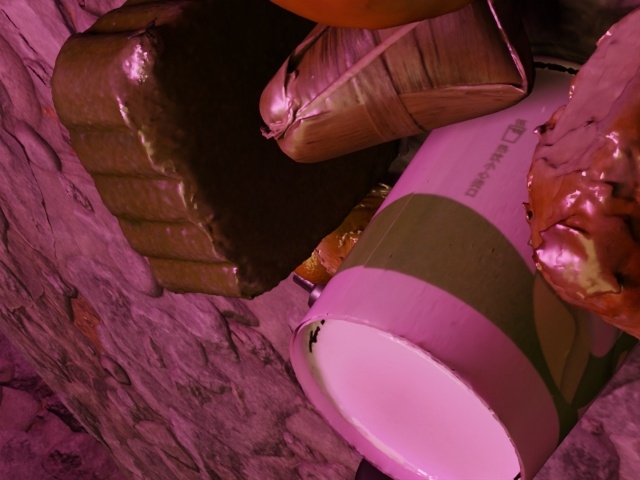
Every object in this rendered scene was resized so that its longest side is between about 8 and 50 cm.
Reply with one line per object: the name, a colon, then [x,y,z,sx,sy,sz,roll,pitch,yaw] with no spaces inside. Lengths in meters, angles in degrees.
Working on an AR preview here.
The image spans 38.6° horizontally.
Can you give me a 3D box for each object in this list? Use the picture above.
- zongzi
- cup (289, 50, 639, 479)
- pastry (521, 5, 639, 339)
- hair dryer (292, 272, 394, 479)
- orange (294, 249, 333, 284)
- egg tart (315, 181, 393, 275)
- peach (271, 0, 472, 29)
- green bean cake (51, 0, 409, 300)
zongzi: [0.026,-0.168,0.631,0.204,0.094,0.205,-15,96,15]
cup: [0.126,0.036,0.683,0.253,0.274,0.253,30,146,23]
pastry: [0.220,-0.036,0.538,0.219,0.228,0.100,67,171,-16]
hair dryer: [0.097,0.167,1.089,0.284,0.155,0.320,46,142,39]
orange: [0.000,0.000,0.977,0.085,0.085,0.095,8,126,45]
egg tart: [0.053,0.005,0.902,0.128,0.049,0.129,3,123,5]
peach: [0.031,-0.274,0.444,0.289,0.288,0.308,-43,62,59]
green bean cake: [-0.074,-0.106,0.772,0.156,0.250,0.247,7,134,45]
